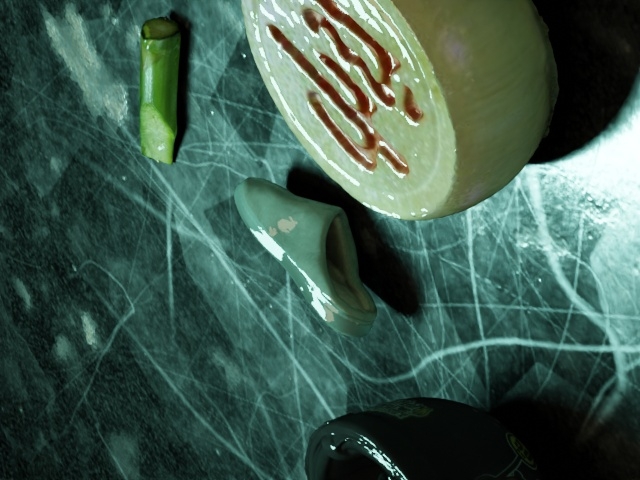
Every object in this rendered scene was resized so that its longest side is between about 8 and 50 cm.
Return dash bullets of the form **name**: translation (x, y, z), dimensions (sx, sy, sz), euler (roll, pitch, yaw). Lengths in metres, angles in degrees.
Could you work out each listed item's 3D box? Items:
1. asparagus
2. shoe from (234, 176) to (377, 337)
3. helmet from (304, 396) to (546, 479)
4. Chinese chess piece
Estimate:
- **asparagus**: translation (-0.161, -0.140, 1.969), dimensions (0.045, 0.041, 0.178), euler (51, 148, 39)
- **shoe**: translation (0.000, 0.000, 1.804), dimensions (0.078, 0.079, 0.195), euler (-47, 56, 20)
- **helmet**: translation (0.105, 0.234, 1.697), dimensions (0.279, 0.160, 0.231), euler (3, 115, 69)
- **Chinese chess piece**: translation (0.058, -0.147, 1.529), dimensions (0.270, 0.112, 0.270), euler (41, 150, 29)
